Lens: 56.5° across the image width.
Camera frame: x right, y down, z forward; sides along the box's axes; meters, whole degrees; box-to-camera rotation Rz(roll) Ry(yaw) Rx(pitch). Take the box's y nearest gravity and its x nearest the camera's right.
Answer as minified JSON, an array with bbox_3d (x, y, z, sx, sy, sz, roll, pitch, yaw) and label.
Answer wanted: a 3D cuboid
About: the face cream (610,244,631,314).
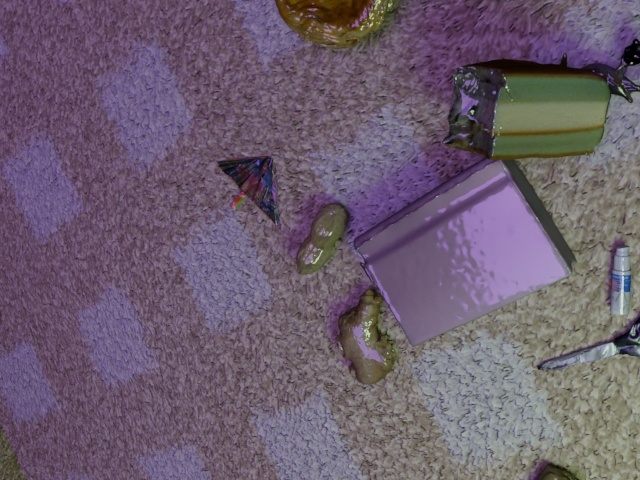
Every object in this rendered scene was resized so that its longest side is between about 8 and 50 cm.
[{"bbox_3d":[0.567,0.074,1.122,0.034,0.034,0.130,3,102,26],"label":"face cream"}]

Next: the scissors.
[{"bbox_3d":[0.567,0.211,1.160,0.300,0.022,0.109,-24,86,29],"label":"scissors"}]

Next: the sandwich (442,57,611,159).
[{"bbox_3d":[0.356,-0.223,1.041,0.227,0.198,0.155,19,119,34],"label":"sandwich"}]

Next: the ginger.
[{"bbox_3d":[0.096,0.222,1.374,0.137,0.074,0.213,-11,100,19],"label":"ginger"}]

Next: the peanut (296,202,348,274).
[{"bbox_3d":[0.000,0.000,1.367,0.082,0.082,0.187,36,114,16],"label":"peanut"}]

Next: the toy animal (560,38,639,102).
[{"bbox_3d":[0.500,-0.290,1.058,0.202,0.070,0.105,-2,100,30],"label":"toy animal"}]

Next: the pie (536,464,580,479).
[{"bbox_3d":[0.470,0.613,1.256,0.128,0.068,0.283,34,110,44],"label":"pie"}]

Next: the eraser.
[{"bbox_3d":[0.282,0.022,1.210,0.359,0.122,0.272,-34,87,30],"label":"eraser"}]

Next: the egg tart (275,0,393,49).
[{"bbox_3d":[0.037,-0.537,1.212,0.294,0.116,0.295,7,104,28],"label":"egg tart"}]

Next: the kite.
[{"bbox_3d":[-0.162,-0.130,1.461,0.241,0.014,0.183,49,119,8],"label":"kite"}]
